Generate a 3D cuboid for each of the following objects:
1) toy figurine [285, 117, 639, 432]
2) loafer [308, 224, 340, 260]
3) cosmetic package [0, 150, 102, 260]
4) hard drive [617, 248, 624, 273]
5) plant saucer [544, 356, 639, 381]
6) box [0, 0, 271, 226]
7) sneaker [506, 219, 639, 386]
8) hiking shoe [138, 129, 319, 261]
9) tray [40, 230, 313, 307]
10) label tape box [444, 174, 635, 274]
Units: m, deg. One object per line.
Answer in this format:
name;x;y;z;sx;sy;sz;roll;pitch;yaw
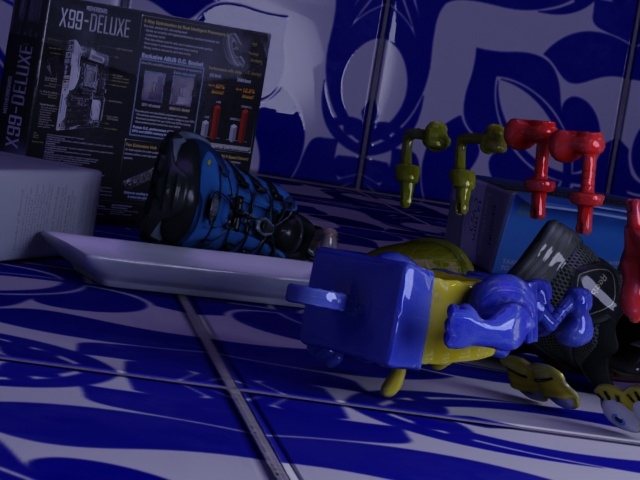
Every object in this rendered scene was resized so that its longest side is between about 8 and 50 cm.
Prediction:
toy figurine;0.060;0.013;1.224;0.217;0.191;0.362;0;7;-33
loafer;0.000;0.000;2.082;0.045;0.039;0.125;7;5;-14
cosmetic package;-0.291;-0.032;1.640;0.117;0.085;0.231;11;7;18
hard drive;0.448;0.076;1.592;0.339;0.064;0.237;13;11;-26
plant saucer;0.220;0.097;1.496;0.083;0.013;0.083;9;4;-1
box;-0.212;-0.138;2.112;0.307;0.242;0.076;4;7;-39
sneaker;0.186;0.068;1.410;0.130;0.087;0.227;39;-17;5
hiking shoe;-0.080;-0.033;1.764;0.132;0.113;0.304;13;-1;10
tray;-0.094;0.029;1.608;0.270;0.030;0.145;7;4;-24
label tape box;0.314;-0.001;2.299;0.249;0.115;0.348;8;7;-11
